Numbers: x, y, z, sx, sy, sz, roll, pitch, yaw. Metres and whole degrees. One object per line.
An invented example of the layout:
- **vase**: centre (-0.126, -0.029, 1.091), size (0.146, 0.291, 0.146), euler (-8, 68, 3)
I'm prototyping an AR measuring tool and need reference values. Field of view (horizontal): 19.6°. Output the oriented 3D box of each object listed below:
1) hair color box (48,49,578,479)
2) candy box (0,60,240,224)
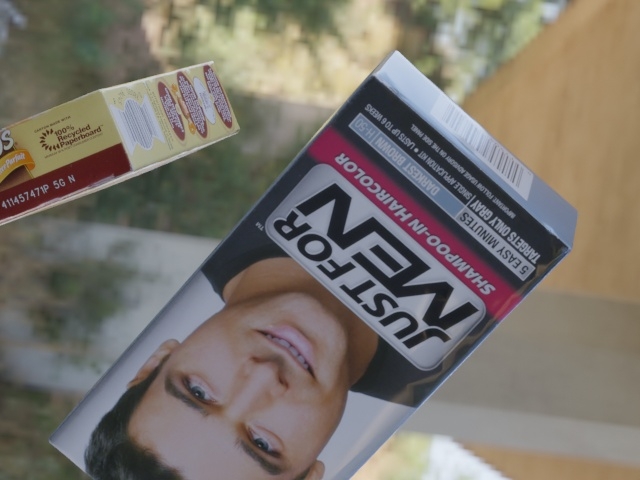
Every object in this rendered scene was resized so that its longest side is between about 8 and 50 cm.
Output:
- **hair color box**: centre (-0.006, 0.064, 1.359), size (0.374, 0.185, 0.113), euler (-48, -177, 19)
- **candy box**: centre (-0.218, -0.096, 1.822), size (0.088, 0.182, 0.316), euler (69, 18, -4)
